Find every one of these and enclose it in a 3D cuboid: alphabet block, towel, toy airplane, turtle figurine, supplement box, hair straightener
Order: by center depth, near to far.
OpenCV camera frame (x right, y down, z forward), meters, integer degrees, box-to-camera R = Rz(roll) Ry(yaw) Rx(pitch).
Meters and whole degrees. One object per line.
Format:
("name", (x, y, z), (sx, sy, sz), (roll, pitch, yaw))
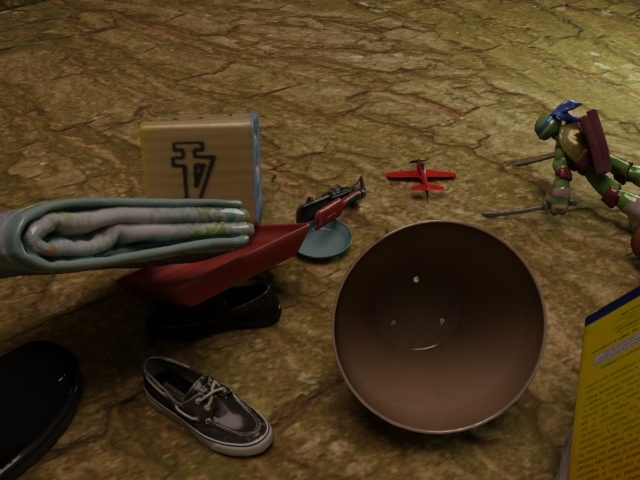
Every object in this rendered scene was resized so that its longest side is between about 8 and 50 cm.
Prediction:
("supplement box", (0.429, 0.216, 0.778), (0.194, 0.195, 0.356), (38, 42, -7))
("towel", (-0.325, 0.005, 0.974), (0.321, 0.090, 0.375), (-10, -4, 40))
("alphabet block", (-0.213, -0.134, 1.277), (0.197, 0.193, 0.192), (-2, 13, -1))
("hair straightener", (0.016, -0.086, 1.347), (0.089, 0.047, 0.230), (16, 33, 27))
("turtle figurine", (0.510, -0.119, 1.360), (0.266, 0.274, 0.198), (33, 24, 8))
("toy airplane", (0.213, -0.130, 1.434), (0.151, 0.028, 0.151), (0, 39, 0))

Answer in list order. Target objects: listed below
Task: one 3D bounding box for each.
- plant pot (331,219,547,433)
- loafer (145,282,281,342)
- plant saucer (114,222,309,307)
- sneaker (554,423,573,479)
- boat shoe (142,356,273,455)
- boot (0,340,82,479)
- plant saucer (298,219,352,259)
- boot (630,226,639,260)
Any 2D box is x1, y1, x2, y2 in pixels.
("plant pot", (0.154, 0.111, 0.992), (0.285, 0.283, 0.191), (-2, 2, -1))
("loafer", (-0.175, 0.103, 1.117), (0.220, 0.078, 0.080), (-10, 40, -11))
("plant saucer", (-0.177, 0.041, 1.137), (0.259, 0.047, 0.259), (-26, 15, -31))
("sneaker", (0.326, 0.307, 0.848), (0.090, 0.094, 0.235), (13, 43, 14))
("boat shoe", (-0.166, 0.230, 0.968), (0.220, 0.070, 0.078), (19, 44, 23))
("boot", (-0.457, 0.129, 0.801), (0.146, 0.444, 0.367), (13, 41, 16))
("plant saucer", (0.000, 0.000, 1.284), (0.120, 0.021, 0.119), (-1, 40, 1))
("boot", (0.551, 0.095, 1.113), (0.220, 0.109, 0.283), (-20, 50, -16))
